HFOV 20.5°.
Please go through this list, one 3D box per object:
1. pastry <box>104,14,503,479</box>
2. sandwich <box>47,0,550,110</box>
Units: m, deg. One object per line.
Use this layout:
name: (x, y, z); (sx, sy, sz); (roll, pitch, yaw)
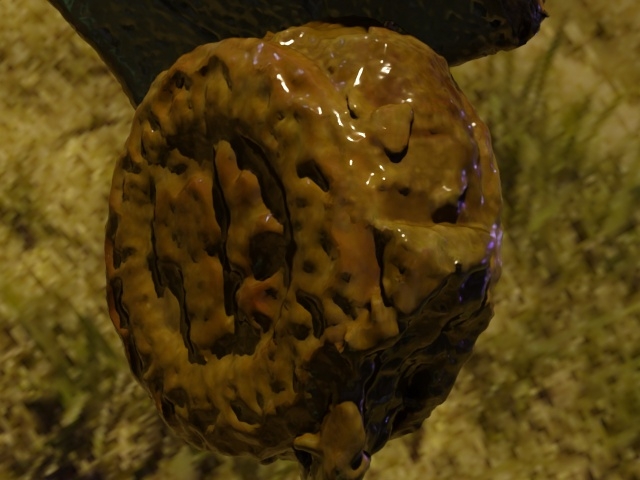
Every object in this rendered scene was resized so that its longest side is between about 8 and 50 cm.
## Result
pastry: (0.000, 0.000, 0.932); (0.132, 0.240, 0.235); (-3, 25, -43)
sandwich: (-0.033, -0.182, 1.083); (0.249, 0.273, 0.095); (53, 32, -20)
